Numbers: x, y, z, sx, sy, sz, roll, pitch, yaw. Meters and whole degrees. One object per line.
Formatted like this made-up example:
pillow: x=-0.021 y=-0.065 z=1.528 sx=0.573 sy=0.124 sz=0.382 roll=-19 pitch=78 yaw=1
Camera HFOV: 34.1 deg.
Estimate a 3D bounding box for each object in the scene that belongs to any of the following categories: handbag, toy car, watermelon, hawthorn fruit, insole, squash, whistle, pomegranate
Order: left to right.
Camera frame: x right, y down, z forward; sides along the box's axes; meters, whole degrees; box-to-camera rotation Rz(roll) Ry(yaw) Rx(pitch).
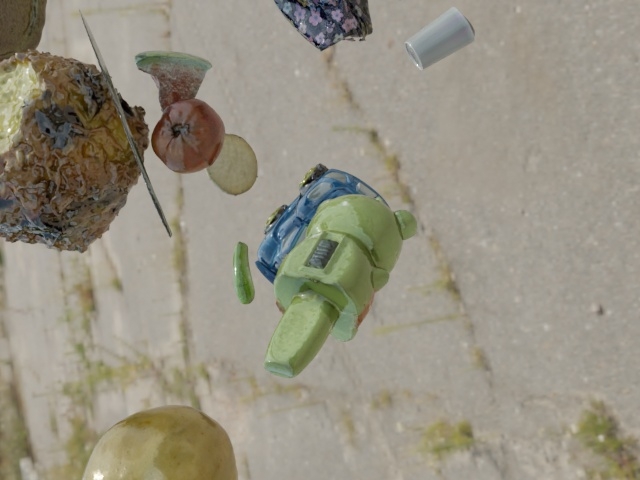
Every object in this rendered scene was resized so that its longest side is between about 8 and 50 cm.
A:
insole: x=-0.218 y=-0.137 z=1.153 sx=0.109 sy=0.007 sz=0.322 roll=75 pitch=170 yaw=-59
pomegranate: x=-0.230 y=0.353 z=1.515 sx=0.233 sy=0.233 sz=0.233 roll=172 pitch=90 yaw=-69
watermelon: x=-0.243 y=-0.266 z=1.803 sx=0.098 sy=0.121 sz=0.158 roll=-140 pitch=28 yaw=-67
hawthorn fruit: x=-0.209 y=-0.167 z=1.674 sx=0.128 sy=0.128 sz=0.128 roll=172 pitch=90 yaw=-69
squash: x=-0.105 y=0.043 z=1.405 sx=0.027 sy=0.027 sz=0.089 roll=127 pitch=135 yaw=-62
handbag: x=-0.017 y=-0.407 z=1.541 sx=0.229 sy=0.126 sz=0.208 roll=-123 pitch=13 yaw=-51
toy car: x=0.000 y=0.000 z=1.945 sx=0.314 sy=0.198 sz=0.166 roll=-44 pitch=12 yaw=50
whistle: x=0.015 y=0.046 z=1.206 sx=0.131 sy=0.288 sz=0.106 roll=10 pitch=139 yaw=24

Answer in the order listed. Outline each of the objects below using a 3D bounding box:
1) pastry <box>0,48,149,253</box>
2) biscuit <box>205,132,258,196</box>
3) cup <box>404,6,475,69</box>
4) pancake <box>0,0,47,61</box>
pastry: x=-0.477 y=-0.136 z=1.785 sx=0.337 sy=0.405 sz=0.292 roll=46 pitch=-140 yaw=-47
biscuit: x=-0.207 y=-0.179 z=2.432 sx=0.020 sy=0.152 sz=0.152 roll=-14 pitch=84 yaw=53
cup: x=0.215 y=-0.366 z=1.908 sx=0.074 sy=0.116 sz=0.104 roll=57 pitch=179 yaw=-9
pancake: x=-0.570 y=-0.438 z=1.814 sx=0.033 sy=0.286 sz=0.288 roll=7 pitch=105 yaw=22
